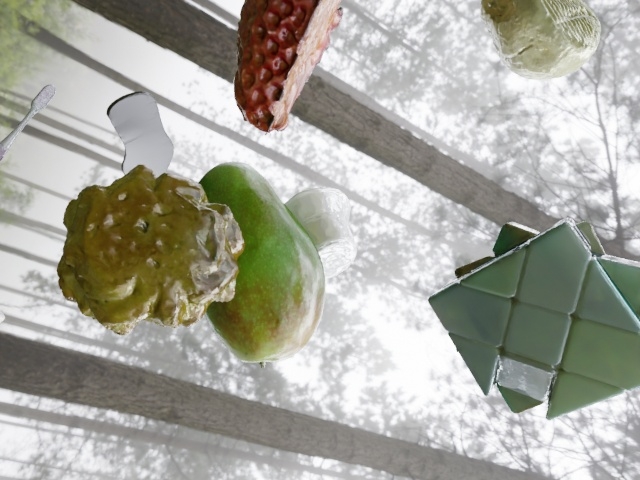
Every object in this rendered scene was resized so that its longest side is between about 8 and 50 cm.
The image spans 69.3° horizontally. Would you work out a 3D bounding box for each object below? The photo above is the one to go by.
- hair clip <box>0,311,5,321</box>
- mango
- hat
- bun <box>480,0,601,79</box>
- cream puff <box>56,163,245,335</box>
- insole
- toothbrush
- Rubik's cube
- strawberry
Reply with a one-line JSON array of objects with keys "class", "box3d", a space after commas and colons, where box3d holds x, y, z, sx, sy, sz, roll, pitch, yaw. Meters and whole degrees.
[{"class": "hair clip", "box3d": [-0.491, 0.061, 0.526, 0.101, 0.085, 0.331, -48, 173, -20]}, {"class": "mango", "box3d": [-0.118, 0.030, 0.833, 0.201, 0.225, 0.382, 55, 17, -77]}, {"class": "hat", "box3d": [0.000, 0.000, 0.966, 0.203, 0.203, 0.126, -53, -137, 29]}, {"class": "bun", "box3d": [0.363, -0.371, 0.798, 0.134, 0.220, 0.220, -47, -151, 49]}, {"class": "cream puff", "box3d": [-0.236, 0.016, 0.652, 0.196, 0.244, 0.244, -25, -136, 36]}, {"class": "insole", "box3d": [-0.357, -0.194, 0.932, 0.119, 0.009, 0.348, -29, 172, -18]}, {"class": "toothbrush", "box3d": [-0.583, -0.137, 0.817, 0.029, 0.024, 0.354, 15, -110, 50]}, {"class": "Rubik's cube", "box3d": [0.283, 0.077, 0.575, 0.265, 0.213, 0.224, -34, -103, 28]}, {"class": "strawberry", "box3d": [-0.060, -0.333, 0.720, 0.280, 0.150, 0.253, -61, -177, 27]}]
